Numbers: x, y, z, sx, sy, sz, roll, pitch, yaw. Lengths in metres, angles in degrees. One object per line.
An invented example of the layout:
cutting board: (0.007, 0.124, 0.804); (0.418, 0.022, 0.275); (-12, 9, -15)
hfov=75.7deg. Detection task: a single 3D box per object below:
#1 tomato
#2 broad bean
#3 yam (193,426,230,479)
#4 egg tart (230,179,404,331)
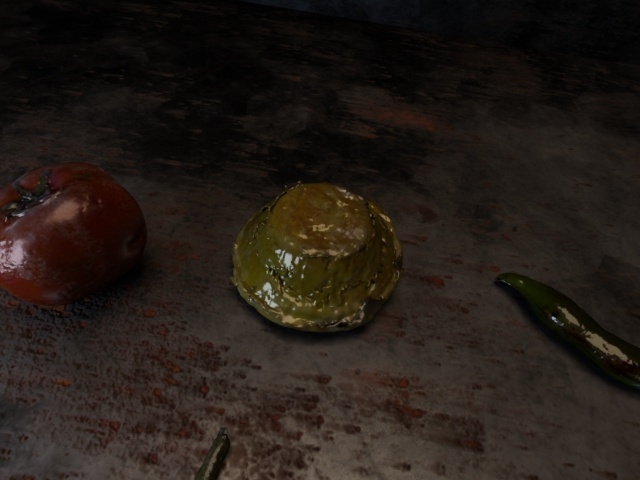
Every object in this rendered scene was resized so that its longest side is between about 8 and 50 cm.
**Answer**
tomato: (-0.397, -0.009, 0.647); (0.232, 0.188, 0.231); (-7, 45, 7)
broad bean: (0.448, 0.158, 0.692); (0.077, 0.061, 0.339); (-24, 54, -37)
yam: (-0.139, 0.293, 0.499); (0.033, 0.027, 0.129); (-14, 36, 36)
egg tart: (0.000, 0.001, 0.732); (0.342, 0.132, 0.341); (4, 47, -4)
